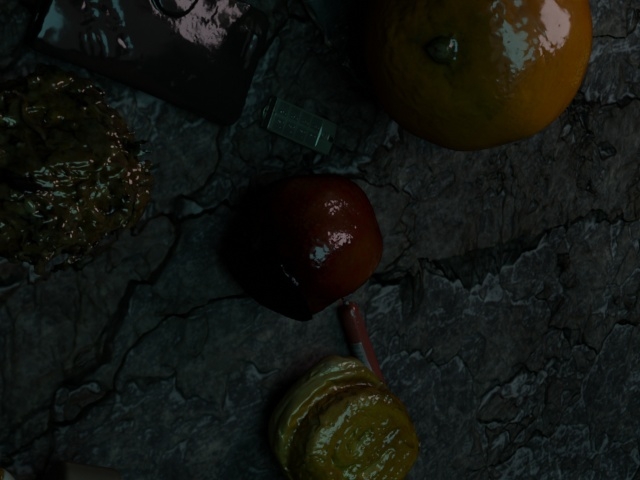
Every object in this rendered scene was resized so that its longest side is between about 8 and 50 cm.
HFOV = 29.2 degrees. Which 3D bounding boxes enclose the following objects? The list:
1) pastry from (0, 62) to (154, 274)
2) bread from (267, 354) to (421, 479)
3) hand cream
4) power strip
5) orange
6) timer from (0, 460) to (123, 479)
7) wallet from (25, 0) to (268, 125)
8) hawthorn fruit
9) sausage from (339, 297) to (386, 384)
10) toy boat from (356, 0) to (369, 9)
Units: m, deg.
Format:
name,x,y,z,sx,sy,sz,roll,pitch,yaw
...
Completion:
name,x,y,z,sx,sy,sz,roll,pitch,yaw
pastry,-0.313,-0.088,1.340,0.275,0.275,0.193,-1,119,-37
bread,0.034,0.287,1.776,0.198,0.120,0.236,-44,121,-12
hand cream,0.051,-0.277,1.708,0.075,0.052,0.248,-53,125,-15
power strip,-0.024,-0.156,1.699,0.136,0.019,0.051,21,85,-38
orange,0.203,-0.269,1.625,0.312,0.312,0.312,-9,105,-35
timer,-0.389,0.318,1.469,0.266,0.175,0.175,25,85,-21
wallet,-0.204,-0.262,1.527,0.309,0.042,0.165,20,89,-38
hawthorn fruit,0.000,0.000,1.656,0.251,0.189,0.189,-19,111,-40
sausage,0.074,0.190,1.840,0.034,0.034,0.253,-33,119,-27
toy boat,0.049,-0.385,1.652,0.077,0.075,0.185,-61,156,-11
